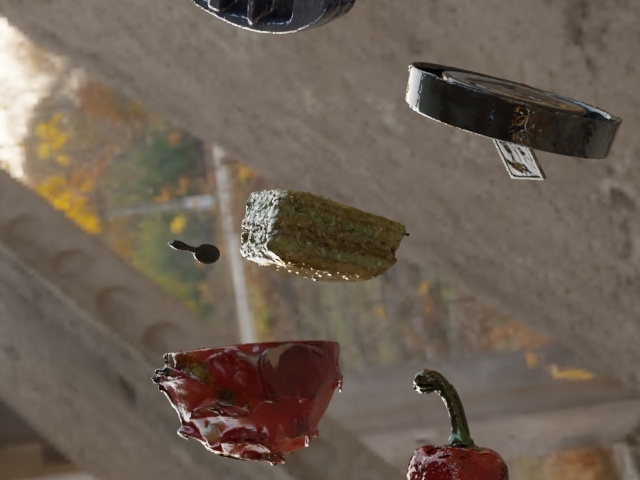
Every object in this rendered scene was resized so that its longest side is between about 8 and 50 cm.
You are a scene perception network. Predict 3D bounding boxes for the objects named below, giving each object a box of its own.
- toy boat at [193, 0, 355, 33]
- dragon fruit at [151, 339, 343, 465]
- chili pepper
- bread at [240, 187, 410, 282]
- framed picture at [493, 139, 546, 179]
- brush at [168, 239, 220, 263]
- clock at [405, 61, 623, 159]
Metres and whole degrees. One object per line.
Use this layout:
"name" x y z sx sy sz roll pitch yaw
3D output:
"toy boat" -0.064 -0.326 1.896 0.283 0.078 0.127 25 112 44
"dragon fruit" -0.077 0.193 1.946 0.189 0.262 0.163 121 142 -48
"chili pepper" 0.140 0.321 1.507 0.110 0.110 0.387 122 147 -81
"bread" 0.000 0.000 1.997 0.138 0.196 0.102 -2 74 63
"framed picture" 0.279 -0.124 2.144 0.066 0.006 0.089 6 133 51
"brush" -0.142 0.011 1.698 0.008 0.083 0.024 37 102 37
"clock" 0.241 -0.165 1.917 0.280 0.280 0.055 -118 41 -74
